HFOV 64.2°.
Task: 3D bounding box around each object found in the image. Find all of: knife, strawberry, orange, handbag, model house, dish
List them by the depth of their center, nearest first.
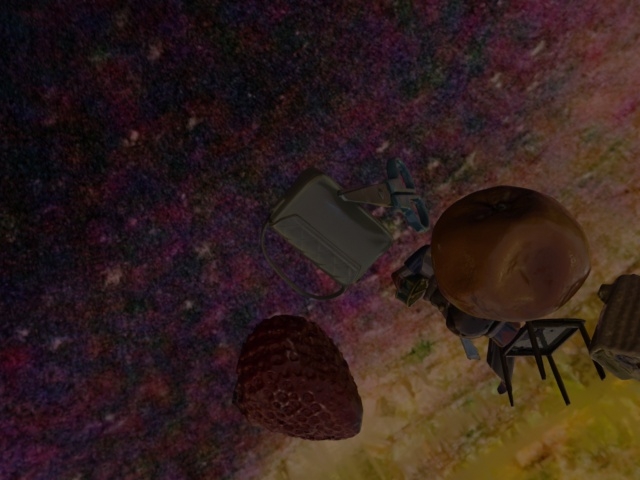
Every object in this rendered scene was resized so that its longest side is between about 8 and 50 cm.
[{"bbox_3d":[0.300,0.004,0.836,0.249,0.249,0.183,-22,121,-19],"label":"orange"},{"bbox_3d":[0.000,0.000,1.019,0.256,0.079,0.219,40,94,-27],"label":"handbag"},{"bbox_3d":[0.672,0.195,1.036,0.193,0.234,0.174,-58,152,-22],"label":"model house"},{"bbox_3d":[-0.050,0.325,1.221,0.310,0.291,0.291,8,138,1],"label":"strawberry"},{"bbox_3d":[0.562,0.360,1.598,0.154,0.064,0.234,1,95,-80],"label":"dish"},{"bbox_3d":[0.489,0.339,1.685,0.044,0.026,0.296,-8,144,21],"label":"knife"}]

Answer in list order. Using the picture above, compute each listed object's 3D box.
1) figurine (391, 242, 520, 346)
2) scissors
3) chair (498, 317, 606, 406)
[{"bbox_3d":[0.293,0.125,1.099,0.161,0.275,0.158,-21,136,-43],"label":"figurine"},{"bbox_3d":[0.134,-0.094,1.048,0.029,0.192,0.447,-24,174,26],"label":"scissors"},{"bbox_3d":[0.538,0.245,1.251,0.167,0.272,0.188,2,141,-10],"label":"chair"}]
